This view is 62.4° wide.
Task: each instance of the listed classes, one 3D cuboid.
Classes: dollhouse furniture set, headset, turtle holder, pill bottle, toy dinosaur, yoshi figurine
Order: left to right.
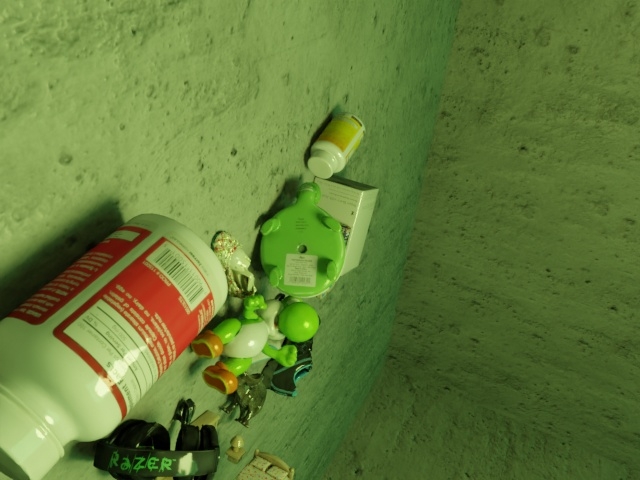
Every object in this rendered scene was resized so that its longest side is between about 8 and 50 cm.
[{"bbox_3d":[-0.349,0.154,0.828,0.407,0.229,0.228,-51,152,-43],"label":"pill bottle"},{"bbox_3d":[-0.337,0.443,1.175,0.394,0.244,0.185,96,-1,-72],"label":"headset"},{"bbox_3d":[-0.219,0.637,1.432,0.303,0.356,0.173,-26,131,-62],"label":"dollhouse furniture set"},{"bbox_3d":[-0.217,0.498,1.662,0.160,0.121,0.313,-55,153,-22],"label":"toy dinosaur"},{"bbox_3d":[-0.142,0.246,1.401,0.362,0.203,0.203,-29,153,-44],"label":"yoshi figurine"},{"bbox_3d":[-0.059,0.006,1.520,0.244,0.320,0.227,-26,171,0],"label":"turtle holder"},{"bbox_3d":[0.046,-0.290,1.625,0.215,0.117,0.117,-57,156,-33],"label":"pill bottle"}]

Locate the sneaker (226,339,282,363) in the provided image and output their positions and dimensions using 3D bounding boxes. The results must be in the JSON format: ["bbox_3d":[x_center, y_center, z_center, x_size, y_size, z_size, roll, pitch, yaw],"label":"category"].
[{"bbox_3d":[-0.192,0.311,1.563,0.229,0.088,0.092,1,73,-62],"label":"sneaker"}]

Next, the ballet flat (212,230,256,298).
[{"bbox_3d":[-0.209,0.068,1.346,0.091,0.077,0.240,-58,156,-31],"label":"ballet flat"}]

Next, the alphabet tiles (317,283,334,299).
[{"bbox_3d":[0.041,0.090,2.108,0.278,0.021,0.283,-38,143,-57],"label":"alphabet tiles"}]

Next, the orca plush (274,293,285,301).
[{"bbox_3d":[-0.108,0.277,1.765,0.151,0.102,0.287,-63,159,-21],"label":"orca plush"}]

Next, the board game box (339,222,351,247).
[{"bbox_3d":[0.000,0.000,1.695,0.048,0.171,0.140,-21,127,-63],"label":"board game box"}]

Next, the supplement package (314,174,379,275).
[{"bbox_3d":[0.058,-0.056,1.785,0.175,0.178,0.292,-21,127,-65],"label":"supplement package"}]

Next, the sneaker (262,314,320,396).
[{"bbox_3d":[-0.073,0.414,1.916,0.340,0.140,0.125,-56,154,-32],"label":"sneaker"}]
